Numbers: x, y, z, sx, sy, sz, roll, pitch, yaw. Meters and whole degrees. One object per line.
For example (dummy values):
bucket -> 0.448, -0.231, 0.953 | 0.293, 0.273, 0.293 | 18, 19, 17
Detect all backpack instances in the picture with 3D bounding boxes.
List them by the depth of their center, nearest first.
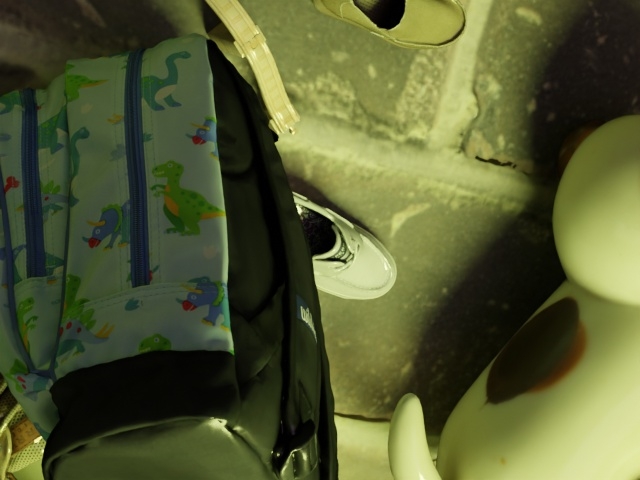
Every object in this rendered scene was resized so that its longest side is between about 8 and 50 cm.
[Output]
backpack -> -0.109, 0.025, 0.971 | 0.290, 0.273, 0.356 | 63, 27, -58

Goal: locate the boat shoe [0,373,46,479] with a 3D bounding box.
boat shoe -> -0.222, 0.122, 1.068 | 0.122, 0.120, 0.324 | -41, 118, -12

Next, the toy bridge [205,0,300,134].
toy bridge -> -0.065, -0.158, 1.103 | 0.026, 0.063, 0.188 | -39, 117, -13

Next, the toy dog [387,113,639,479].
toy dog -> 0.268, 0.089, 1.253 | 0.395, 0.284, 0.408 | 16, 95, -11

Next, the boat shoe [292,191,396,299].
boat shoe -> 0.000, 0.000, 1.180 | 0.184, 0.063, 0.066 | 38, 85, -29

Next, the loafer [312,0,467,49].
loafer -> 0.064, -0.189, 1.167 | 0.148, 0.050, 0.056 | 7, 101, -28
